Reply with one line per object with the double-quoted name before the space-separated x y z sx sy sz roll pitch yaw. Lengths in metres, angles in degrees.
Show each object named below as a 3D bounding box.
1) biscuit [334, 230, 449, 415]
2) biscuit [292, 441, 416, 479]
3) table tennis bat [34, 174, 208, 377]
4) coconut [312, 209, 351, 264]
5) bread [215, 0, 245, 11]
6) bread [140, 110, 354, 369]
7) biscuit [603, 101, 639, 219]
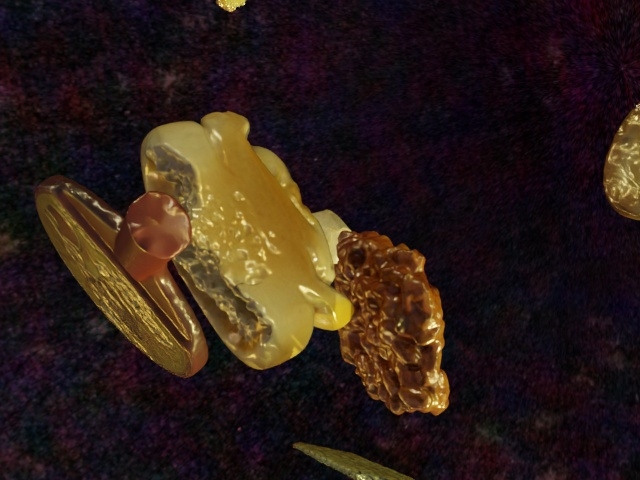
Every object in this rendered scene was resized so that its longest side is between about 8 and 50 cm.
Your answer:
"biscuit" 0.118 0.148 1.302 0.110 0.318 0.312 -11 104 -18
"biscuit" 0.060 0.329 1.035 0.203 0.144 0.016 3 74 56
"table tennis bat" -0.202 0.032 0.755 0.268 0.051 0.414 51 154 -4
"coconut" -0.001 0.000 1.862 0.161 0.161 0.162 15 86 19
"bread" -0.169 -0.603 1.633 0.103 0.187 0.065 -13 137 44
"bread" -0.128 -0.010 1.159 0.245 0.329 0.424 -29 85 -8
"biscuit" 0.513 -0.136 1.035 0.203 0.041 0.260 -8 59 51
